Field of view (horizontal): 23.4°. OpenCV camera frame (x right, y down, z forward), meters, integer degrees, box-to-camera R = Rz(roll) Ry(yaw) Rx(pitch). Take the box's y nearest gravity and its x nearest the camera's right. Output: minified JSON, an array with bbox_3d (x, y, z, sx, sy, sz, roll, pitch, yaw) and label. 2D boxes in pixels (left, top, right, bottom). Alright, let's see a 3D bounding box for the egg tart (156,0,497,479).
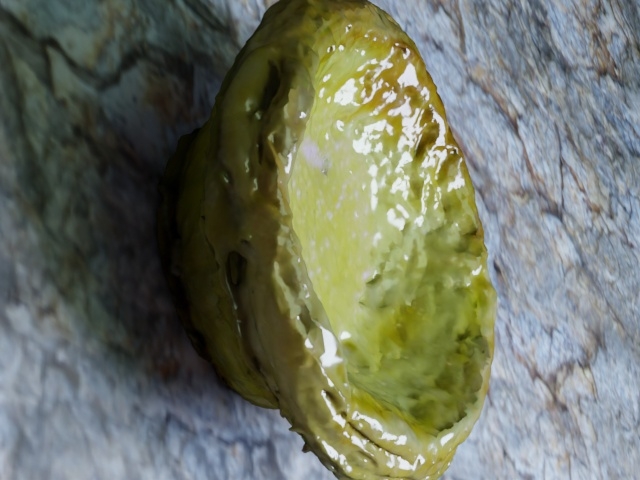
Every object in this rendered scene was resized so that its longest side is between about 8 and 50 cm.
[{"bbox_3d":[0.000,0.000,0.854,0.294,0.123,0.294,36,48,-53],"label":"egg tart"}]
